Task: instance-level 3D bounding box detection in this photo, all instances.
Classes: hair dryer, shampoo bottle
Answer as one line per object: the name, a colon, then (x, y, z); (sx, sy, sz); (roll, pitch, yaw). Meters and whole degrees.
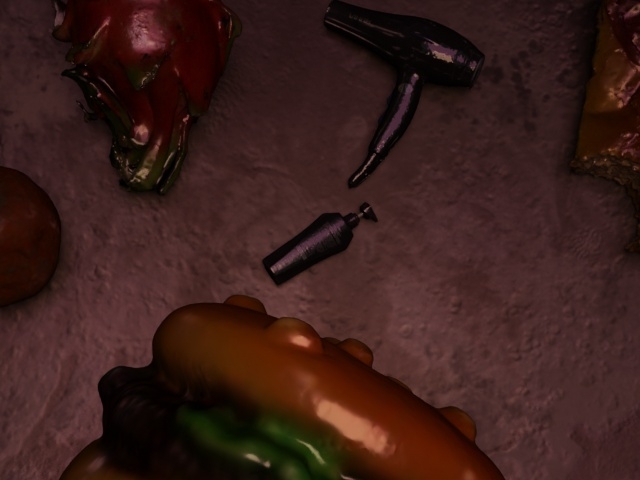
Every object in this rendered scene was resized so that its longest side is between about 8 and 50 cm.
hair dryer: (0.066, -0.165, 1.119); (0.196, 0.075, 0.219); (23, 82, 12)
shampoo bottle: (0.000, 0.000, 1.080); (0.137, 0.027, 0.048); (-33, 94, -12)

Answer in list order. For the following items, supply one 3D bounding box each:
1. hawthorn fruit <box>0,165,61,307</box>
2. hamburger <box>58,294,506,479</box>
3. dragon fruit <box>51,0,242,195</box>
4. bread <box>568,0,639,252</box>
hawthorn fruit: (-0.344, -0.021, 0.987); (0.149, 0.189, 0.149); (-3, 46, 3)
hamburger: (-0.026, 0.226, 0.856); (0.396, 0.396, 0.277); (32, 75, 4)
dragon fruit: (-0.208, -0.197, 1.045); (0.200, 0.198, 0.269); (23, 89, -10)
bread: (0.391, -0.166, 1.116); (0.185, 0.109, 0.380); (12, 77, -2)
